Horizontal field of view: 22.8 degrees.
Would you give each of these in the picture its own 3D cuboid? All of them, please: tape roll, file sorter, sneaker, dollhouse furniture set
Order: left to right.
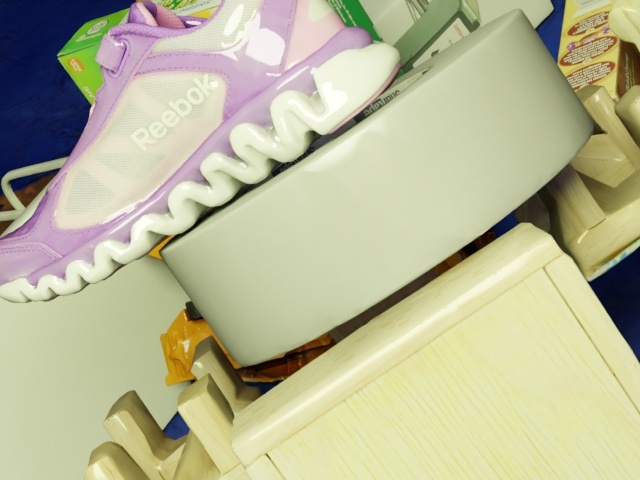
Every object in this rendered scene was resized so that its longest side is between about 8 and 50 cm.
[{"bbox_3d":[-0.234,0.089,1.214,0.173,0.193,0.278,-6,38,49],"label":"file sorter"},{"bbox_3d":[-0.080,-0.058,0.773,0.236,0.104,0.095,-33,7,19],"label":"sneaker"},{"bbox_3d":[0.028,-0.028,0.801,0.219,0.072,0.219,-35,6,4],"label":"tape roll"},{"bbox_3d":[0.093,0.124,0.831,0.362,0.256,0.394,-34,6,1],"label":"dollhouse furniture set"}]

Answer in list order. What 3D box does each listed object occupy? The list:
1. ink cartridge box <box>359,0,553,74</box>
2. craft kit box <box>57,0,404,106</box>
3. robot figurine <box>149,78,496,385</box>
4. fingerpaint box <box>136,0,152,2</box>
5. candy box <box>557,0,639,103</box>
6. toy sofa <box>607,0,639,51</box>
[{"bbox_3d":[0.030,-0.164,1.398,0.289,0.121,0.211,-46,29,-21],"label":"ink cartridge box"},{"bbox_3d":[-0.038,-0.082,1.203,0.246,0.250,0.061,-12,34,36],"label":"craft kit box"},{"bbox_3d":[0.000,0.000,1.111,0.291,0.211,0.085,-16,-1,29],"label":"robot figurine"},{"bbox_3d":[-0.049,-0.418,1.628,0.445,0.371,0.163,-14,34,36],"label":"fingerpaint box"},{"bbox_3d":[0.209,-0.099,1.102,0.053,0.109,0.187,-21,29,25],"label":"candy box"},{"bbox_3d":[0.355,-0.197,0.938,0.362,0.177,0.150,-13,34,36],"label":"toy sofa"}]
